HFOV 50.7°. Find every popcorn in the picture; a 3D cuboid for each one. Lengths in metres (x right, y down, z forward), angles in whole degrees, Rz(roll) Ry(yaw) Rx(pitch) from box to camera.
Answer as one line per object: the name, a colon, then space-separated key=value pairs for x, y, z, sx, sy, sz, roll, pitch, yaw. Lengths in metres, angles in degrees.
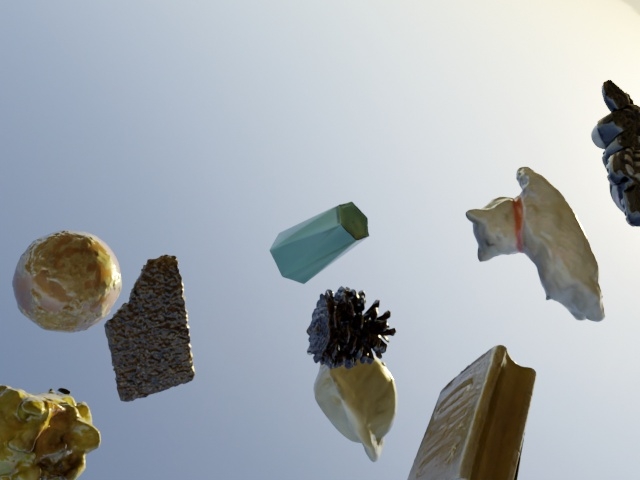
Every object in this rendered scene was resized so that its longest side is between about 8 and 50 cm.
popcorn: x=-0.552 y=0.369 z=1.237 sx=0.286 sy=0.252 sz=0.215 roll=19 pitch=-131 yaw=-44

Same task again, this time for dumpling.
dumpling: x=0.081 y=0.348 z=1.590 sx=0.318 sy=0.187 sz=0.243 roll=59 pitch=176 yaw=27

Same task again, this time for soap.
soap: x=0.209 y=0.287 z=0.952 sx=0.089 sy=0.173 sz=0.274 roll=38 pitch=-144 yaw=1

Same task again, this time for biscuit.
biscuit: x=-0.275 y=0.144 z=1.080 sx=0.131 sy=0.236 sz=0.026 roll=-15 pitch=-153 yaw=-27

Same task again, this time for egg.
egg: x=-0.492 y=0.075 z=1.325 sx=0.203 sy=0.203 sz=0.245 roll=24 pitch=-164 yaw=-16

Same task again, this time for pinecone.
pinecone: x=0.065 y=0.171 z=1.297 sx=0.165 sy=0.162 sz=0.163 roll=9 pitch=-145 yaw=-21

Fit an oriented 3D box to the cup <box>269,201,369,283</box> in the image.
cup: x=0.000 y=0.000 z=1.673 sx=0.134 sy=0.236 sz=0.148 roll=42 pitch=-137 yaw=-18

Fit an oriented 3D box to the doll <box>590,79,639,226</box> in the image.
doll: x=0.353 y=-0.091 z=0.765 sx=0.091 sy=0.067 sz=0.219 roll=31 pitch=-132 yaw=-21

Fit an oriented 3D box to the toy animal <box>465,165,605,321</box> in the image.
toy animal: x=0.435 y=0.038 z=1.370 sx=0.188 sy=0.307 sz=0.266 roll=-21 pitch=-157 yaw=-14
